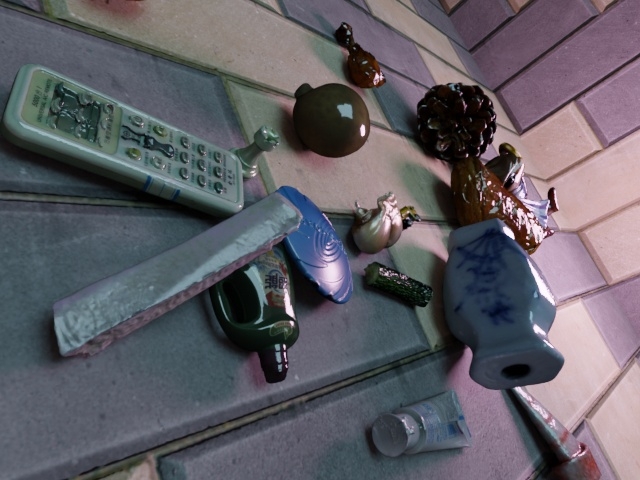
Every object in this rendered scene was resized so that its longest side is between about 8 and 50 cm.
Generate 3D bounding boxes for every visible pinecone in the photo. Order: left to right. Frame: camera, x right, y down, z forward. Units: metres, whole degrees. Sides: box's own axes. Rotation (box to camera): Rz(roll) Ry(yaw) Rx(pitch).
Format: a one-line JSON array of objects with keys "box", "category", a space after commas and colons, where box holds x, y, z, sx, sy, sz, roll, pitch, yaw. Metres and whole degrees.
[{"box": [0.468, -0.402, 1.595, 0.298, 0.242, 0.296, 57, 33, -7], "category": "pinecone"}]

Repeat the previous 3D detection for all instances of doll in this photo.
[{"box": [0.727, -0.174, 1.731, 0.340, 0.209, 0.317, 40, 30, -17], "category": "doll"}]

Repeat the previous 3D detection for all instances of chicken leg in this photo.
[{"box": [0.113, -0.585, 1.484, 0.113, 0.093, 0.304, 38, 27, -51], "category": "chicken leg"}]

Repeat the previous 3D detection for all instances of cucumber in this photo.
[{"box": [0.169, 0.096, 1.009, 0.187, 0.058, 0.058, 25, 45, -36], "category": "cucumber"}]

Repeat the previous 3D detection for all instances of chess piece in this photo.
[{"box": [-0.119, -0.160, 0.843, 0.067, 0.103, 0.067, 30, 42, -31], "category": "chess piece"}]

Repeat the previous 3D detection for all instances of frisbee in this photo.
[{"box": [0.000, 0.000, 0.848, 0.242, 0.045, 0.242, 51, 20, -27], "category": "frisbee"}]

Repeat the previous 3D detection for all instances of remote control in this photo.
[{"box": [-0.264, -0.128, 0.684, 0.335, 0.066, 0.127, 21, 49, -38], "category": "remote control"}]

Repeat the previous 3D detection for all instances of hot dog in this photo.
[{"box": [0.540, -0.095, 1.497, 0.388, 0.174, 0.266, 38, 35, -20], "category": "hot dog"}]

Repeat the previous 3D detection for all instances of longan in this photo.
[{"box": [0.016, -0.278, 1.050, 0.204, 0.159, 0.185, 50, 34, 16], "category": "longan"}]

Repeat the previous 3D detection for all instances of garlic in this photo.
[{"box": [0.122, -0.033, 1.038, 0.174, 0.099, 0.124, -34, 109, -50], "category": "garlic"}]

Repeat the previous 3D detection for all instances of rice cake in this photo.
[{"box": [-0.163, 0.032, 0.605, 0.365, 0.056, 0.072, -34, 80, -37], "category": "rice cake"}]

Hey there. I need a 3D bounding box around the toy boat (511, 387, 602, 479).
[{"box": [0.560, 0.462, 1.159, 0.282, 0.096, 0.206, 53, 27, 20], "category": "toy boat"}]

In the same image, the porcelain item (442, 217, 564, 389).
[{"box": [0.414, 0.136, 1.112, 0.405, 0.243, 0.178, -85, 151, -48], "category": "porcelain item"}]

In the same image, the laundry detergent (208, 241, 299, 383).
[{"box": [-0.096, 0.097, 0.689, 0.144, 0.078, 0.221, 13, 55, -41], "category": "laundry detergent"}]

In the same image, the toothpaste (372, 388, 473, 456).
[{"box": [0.199, 0.334, 0.850, 0.299, 0.073, 0.113, 18, 48, -50], "category": "toothpaste"}]

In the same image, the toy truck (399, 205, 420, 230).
[{"box": [0.214, -0.056, 1.190, 0.054, 0.049, 0.083, 57, 37, 5], "category": "toy truck"}]
